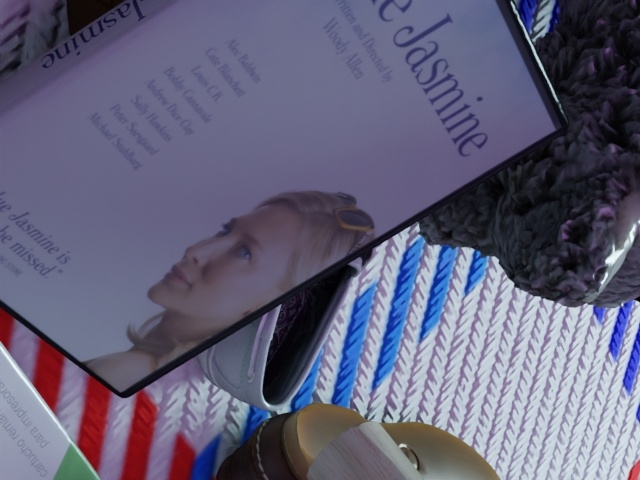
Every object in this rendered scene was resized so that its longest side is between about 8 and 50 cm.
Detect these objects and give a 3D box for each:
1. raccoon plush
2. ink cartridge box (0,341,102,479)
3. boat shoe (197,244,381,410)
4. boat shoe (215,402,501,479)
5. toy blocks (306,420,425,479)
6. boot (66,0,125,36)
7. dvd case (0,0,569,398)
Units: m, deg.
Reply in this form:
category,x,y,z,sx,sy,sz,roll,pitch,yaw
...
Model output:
category,x,y,z,sx,sy,sz,roll,pitch,yaw
raccoon plush,0.151,-0.176,0.630,0.299,0.216,0.446,-25,95,-13
ink cartridge box,-0.200,0.130,0.483,0.212,0.093,0.154,-37,129,-18
boat shoe,0.000,0.000,0.608,0.066,0.063,0.184,34,86,-43
boat shoe,0.030,0.144,0.700,0.073,0.073,0.207,-36,137,29
toy blocks,0.001,0.281,0.517,0.288,0.260,0.309,-29,150,-19
boot,-0.018,-0.153,0.521,0.165,0.077,0.213,0,109,-42
dvd case,-0.030,-0.038,0.506,0.253,0.022,0.180,-32,138,7
